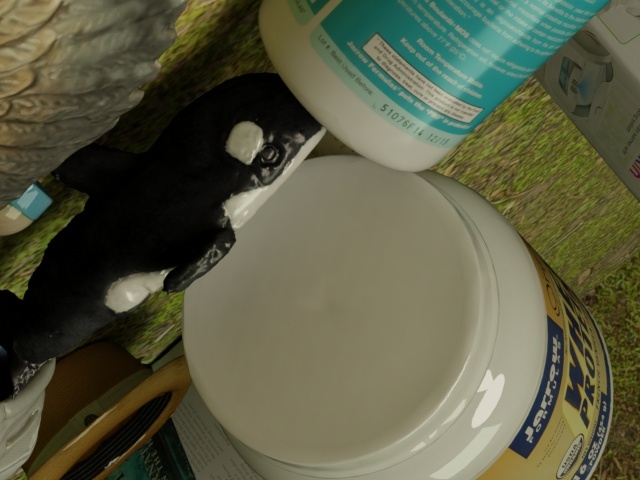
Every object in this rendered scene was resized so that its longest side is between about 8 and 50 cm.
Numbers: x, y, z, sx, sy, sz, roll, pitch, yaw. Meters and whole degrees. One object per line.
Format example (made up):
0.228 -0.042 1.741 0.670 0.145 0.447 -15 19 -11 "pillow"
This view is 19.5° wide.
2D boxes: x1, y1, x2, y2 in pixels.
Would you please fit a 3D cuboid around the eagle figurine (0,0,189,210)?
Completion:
-0.207 -0.041 0.572 0.225 0.298 0.226 37 69 -38 "eagle figurine"

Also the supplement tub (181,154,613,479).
0.058 0.081 1.248 0.228 0.228 0.316 -39 155 7 "supplement tub"

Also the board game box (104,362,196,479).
-0.162 0.217 1.617 0.026 0.186 0.126 12 132 -45 "board game box"

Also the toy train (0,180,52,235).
-0.224 -0.005 0.918 0.143 0.105 0.248 -48 166 -1 "toy train"

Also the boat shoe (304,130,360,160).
0.000 0.000 1.441 0.110 0.121 0.341 -32 164 -19 "boat shoe"

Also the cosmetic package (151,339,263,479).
-0.044 0.270 1.677 0.284 0.377 0.097 -41 165 18 "cosmetic package"

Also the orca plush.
-0.128 -0.026 1.149 0.287 0.102 0.151 -31 -155 38 "orca plush"

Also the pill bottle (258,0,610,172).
0.098 -0.172 1.065 0.264 0.146 0.146 -43 166 24 "pill bottle"

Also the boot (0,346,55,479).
-0.293 0.143 1.276 0.258 0.095 0.123 -31 156 -43 "boot"

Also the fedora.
-0.192 0.142 1.511 0.194 0.079 0.194 -41 167 -11 "fedora"

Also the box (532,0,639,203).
0.304 -0.175 1.405 0.262 0.231 0.127 -34 166 -20 "box"
